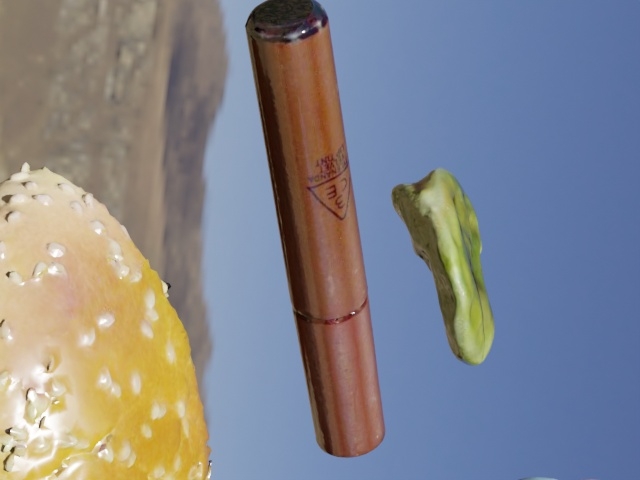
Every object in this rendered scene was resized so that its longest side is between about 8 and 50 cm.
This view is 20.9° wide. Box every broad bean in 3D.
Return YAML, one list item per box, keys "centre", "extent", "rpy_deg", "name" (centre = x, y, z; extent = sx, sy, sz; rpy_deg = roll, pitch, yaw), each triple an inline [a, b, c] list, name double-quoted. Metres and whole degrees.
- centre: [0.133, 0.020, 1.761]
  extent: [0.153, 0.072, 0.207]
  rpy_deg: [42, 26, -59]
  name: "broad bean"

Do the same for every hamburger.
- centre: [-0.245, 0.185, 1.268]
  extent: [0.287, 0.268, 0.445]
  rpy_deg: [-37, 126, -50]
  name: "hamburger"

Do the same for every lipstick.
- centre: [0.000, 0.000, 1.183]
  extent: [0.057, 0.057, 0.357]
  rpy_deg: [-94, 177, -54]
  name: "lipstick"

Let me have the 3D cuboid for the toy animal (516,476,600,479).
- centre: [0.179, 0.310, 1.409]
  extent: [0.229, 0.210, 0.221]
  rpy_deg: [110, -28, -74]
  name: "toy animal"
